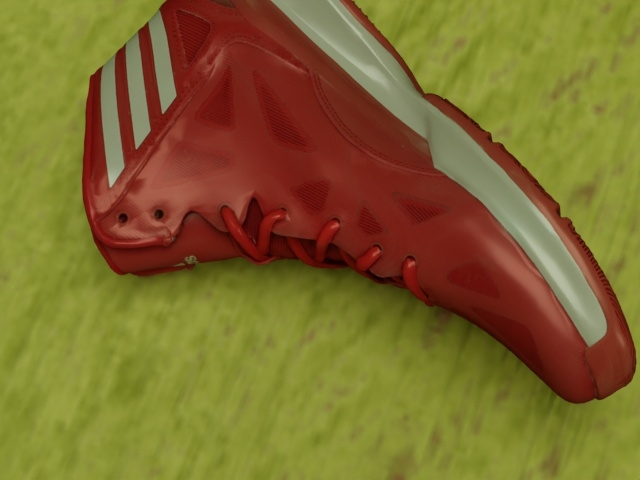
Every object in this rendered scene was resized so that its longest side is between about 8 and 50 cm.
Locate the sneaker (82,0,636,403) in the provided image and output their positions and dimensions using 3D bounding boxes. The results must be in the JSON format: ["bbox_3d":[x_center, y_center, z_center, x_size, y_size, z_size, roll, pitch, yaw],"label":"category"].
[{"bbox_3d":[0.000,0.000,0.584,0.128,0.087,0.221,-39,65,-5],"label":"sneaker"}]
